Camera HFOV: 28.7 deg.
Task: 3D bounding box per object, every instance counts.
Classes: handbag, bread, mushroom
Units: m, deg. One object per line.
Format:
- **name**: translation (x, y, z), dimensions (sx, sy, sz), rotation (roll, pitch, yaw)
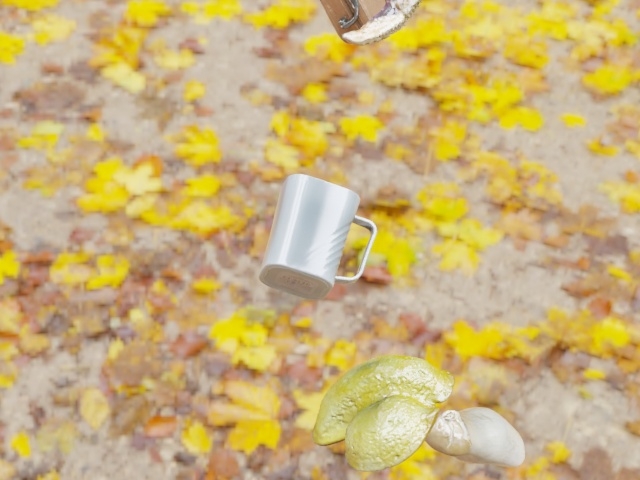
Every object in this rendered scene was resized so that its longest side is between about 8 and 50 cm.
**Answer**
- **handbag**: translation (0.045, -0.410, 1.950), dimensions (0.072, 0.193, 0.151), rotation (-13, 24, 33)
- **bread**: translation (0.054, 0.193, 1.411), dimensions (0.188, 0.065, 0.149), rotation (-15, 35, 34)
- **mushroom**: translation (0.230, 0.296, 1.921), dimensions (0.116, 0.093, 0.225), rotation (24, -4, 41)

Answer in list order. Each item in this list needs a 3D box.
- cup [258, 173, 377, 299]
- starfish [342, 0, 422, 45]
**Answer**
- **cup**: translation (0.000, 0.000, 1.526), dimensions (0.128, 0.095, 0.129), rotation (19, 68, -8)
- **starfish**: translation (0.075, -0.267, 1.073), dimensions (0.071, 0.216, 0.238), rotation (20, 11, -35)
